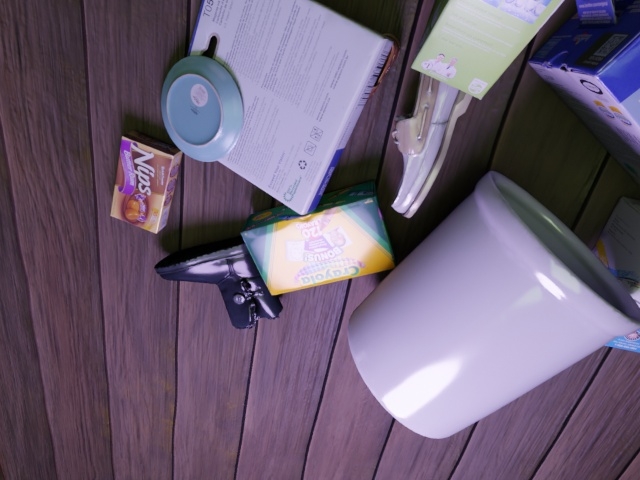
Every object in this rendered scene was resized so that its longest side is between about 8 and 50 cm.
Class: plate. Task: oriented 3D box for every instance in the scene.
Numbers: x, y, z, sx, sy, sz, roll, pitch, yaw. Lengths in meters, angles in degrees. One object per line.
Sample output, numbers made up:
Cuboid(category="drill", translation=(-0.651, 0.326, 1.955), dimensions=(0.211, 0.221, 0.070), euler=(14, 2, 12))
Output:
Cuboid(category="plate", translation=(-0.225, -0.237, 0.807), dimensions=(0.188, 0.024, 0.188), euler=(9, 111, 24))

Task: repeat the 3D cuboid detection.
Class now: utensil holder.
Cuboid(category="utensil holder", translation=(0.282, 0.127, 0.799), dimensions=(0.327, 0.328, 0.385), euler=(36, 118, -10))

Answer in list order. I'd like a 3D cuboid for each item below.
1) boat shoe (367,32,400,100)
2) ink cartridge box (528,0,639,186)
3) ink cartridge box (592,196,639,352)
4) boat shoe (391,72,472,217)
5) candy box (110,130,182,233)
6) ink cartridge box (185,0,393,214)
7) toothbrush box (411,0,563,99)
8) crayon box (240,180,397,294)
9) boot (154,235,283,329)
Cuboid(category="boat shoe", translation=(0.072, -0.280, 0.776), dimensions=(0.064, 0.060, 0.178), euler=(35, 116, -10))
Cuboid(category="ink cartridge box", translation=(0.476, -0.211, 0.634), dimensions=(0.395, 0.270, 0.151), euler=(39, 113, -11))
Cuboid(category="ink cartridge box", translation=(0.615, 0.067, 0.808), dimensions=(0.171, 0.168, 0.233), euler=(11, 117, 3))
Cuboid(category="boat shoe", translation=(0.178, -0.193, 0.783), dimensions=(0.103, 0.113, 0.303), euler=(19, 107, 0))
Cuboid(category="candy box", translation=(-0.364, -0.120, 0.924), dimensions=(0.109, 0.053, 0.187), euler=(22, 118, -3))
Cuboid(category="ink cartridge box", translation=(-0.088, -0.266, 0.785), dimensions=(0.330, 0.071, 0.324), euler=(34, 118, 13))
Cuboid(category="toothbrush box", translation=(0.245, -0.362, 0.559), dimensions=(0.122, 0.206, 0.283), euler=(22, 155, -2))
Cuboid(category="crayon box", translation=(0.000, 0.000, 0.907), dimensions=(0.278, 0.081, 0.166), euler=(-14, 118, 14))
Cuboid(category="boot", translation=(-0.225, 0.110, 0.993), dimensions=(0.246, 0.094, 0.207), euler=(-14, 110, 8))
